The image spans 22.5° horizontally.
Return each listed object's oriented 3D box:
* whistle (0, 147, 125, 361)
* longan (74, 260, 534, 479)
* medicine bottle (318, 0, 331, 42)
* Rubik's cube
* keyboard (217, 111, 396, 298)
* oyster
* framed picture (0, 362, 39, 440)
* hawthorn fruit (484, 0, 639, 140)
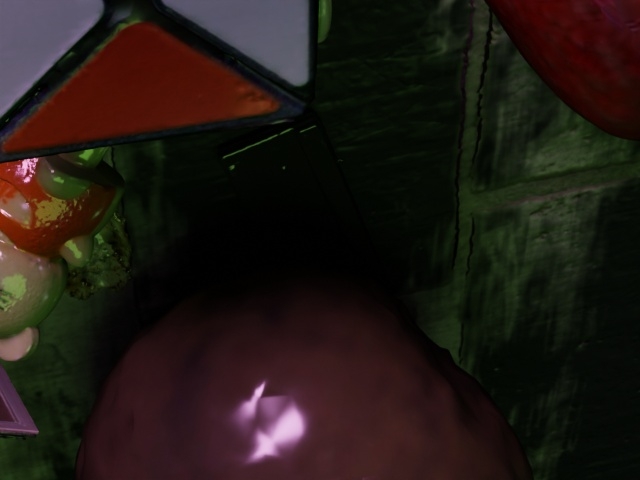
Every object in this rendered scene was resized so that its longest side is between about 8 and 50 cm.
[{"bbox_3d":[-0.224,-0.033,1.264,0.288,0.131,0.106,-57,165,14],"label":"whistle"},{"bbox_3d":[-0.022,0.243,1.451,0.404,0.404,0.436,-34,131,16],"label":"longan"},{"bbox_3d":[-0.089,-0.178,1.199,0.183,0.086,0.086,-9,138,-12],"label":"medicine bottle"},{"bbox_3d":[-0.140,-0.223,1.011,0.250,0.248,0.246,-10,137,-10],"label":"Rubik's cube"},{"bbox_3d":[0.000,0.000,1.477,0.101,0.018,0.309,-21,139,4],"label":"keyboard"},{"bbox_3d":[-0.195,0.002,1.397,0.086,0.029,0.132,6,130,-35],"label":"oyster"},{"bbox_3d":[-0.348,0.087,1.268,0.197,0.252,0.014,10,109,-30],"label":"framed picture"},{"bbox_3d":[0.252,-0.222,1.115,0.308,0.324,0.308,-14,130,-18],"label":"hawthorn fruit"}]
